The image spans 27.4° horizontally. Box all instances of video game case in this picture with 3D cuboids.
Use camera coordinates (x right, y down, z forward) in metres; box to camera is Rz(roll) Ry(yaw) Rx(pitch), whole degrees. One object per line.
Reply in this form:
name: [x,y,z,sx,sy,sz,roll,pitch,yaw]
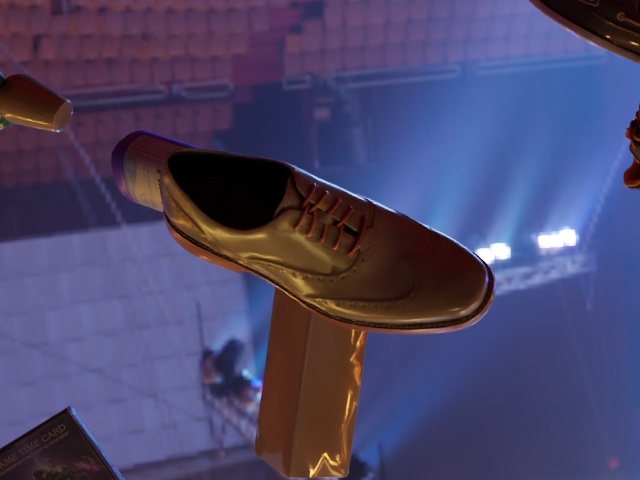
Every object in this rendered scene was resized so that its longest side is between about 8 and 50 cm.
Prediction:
video game case: [-0.397,0.422,2.100,0.196,0.274,0.026,-32,-174,18]

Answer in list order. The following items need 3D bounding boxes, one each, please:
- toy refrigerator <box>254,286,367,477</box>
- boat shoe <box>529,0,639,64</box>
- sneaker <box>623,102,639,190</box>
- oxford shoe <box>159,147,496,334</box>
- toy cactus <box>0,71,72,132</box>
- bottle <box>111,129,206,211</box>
toy refrigerator: [-0.004,0.146,1.607,0.094,0.269,0.102,5,-173,-28]
boat shoe: [0.454,-0.309,1.892,0.324,0.097,0.116,33,-158,23]
sneaker: [0.433,-0.144,1.687,0.083,0.215,0.084,-6,-144,4]
oxford shoe: [0.000,0.000,1.443,0.397,0.140,0.146,15,162,9]
toy cactus: [-0.327,-0.161,1.314,0.180,0.112,0.219,24,151,14]
bottle: [-0.190,-0.084,2.004,0.283,0.118,0.092,19,-133,31]
